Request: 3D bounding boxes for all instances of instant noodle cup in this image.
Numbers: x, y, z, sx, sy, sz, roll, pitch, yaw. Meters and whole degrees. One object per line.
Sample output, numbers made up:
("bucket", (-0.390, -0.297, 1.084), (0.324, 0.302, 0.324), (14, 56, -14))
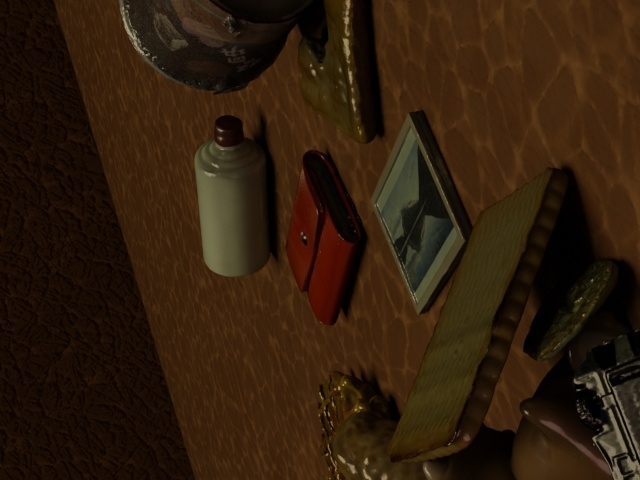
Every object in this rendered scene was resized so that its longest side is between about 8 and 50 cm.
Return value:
("instant noodle cup", (-0.101, -0.296, 1.600), (0.207, 0.217, 0.218), (-25, 80, 67))

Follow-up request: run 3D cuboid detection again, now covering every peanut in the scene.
("peanut", (0.102, 0.290, 1.539), (0.122, 0.137, 0.253), (98, 155, -48))

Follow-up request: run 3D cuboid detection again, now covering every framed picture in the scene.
("framed picture", (0.102, -0.025, 1.479), (0.203, 0.015, 0.150), (113, 139, -64))

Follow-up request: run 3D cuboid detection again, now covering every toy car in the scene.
("toy car", (0.260, 0.168, 1.020), (0.103, 0.063, 0.216), (-27, 76, 29))

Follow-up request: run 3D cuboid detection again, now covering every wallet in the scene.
("wallet", (0.000, 0.000, 1.779), (0.204, 0.045, 0.142), (103, 148, -56))

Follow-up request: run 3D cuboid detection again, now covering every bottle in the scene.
("bottle", (-0.126, -0.069, 2.030), (0.104, 0.104, 0.245), (-123, 24, -47))

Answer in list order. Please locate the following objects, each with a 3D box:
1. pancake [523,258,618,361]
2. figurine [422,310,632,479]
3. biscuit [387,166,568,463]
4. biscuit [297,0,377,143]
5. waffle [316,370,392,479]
("pancake", (0.197, 0.054, 1.124), (0.017, 0.108, 0.108), (41, 165, -7))
("figurine", (0.174, 0.203, 1.167), (0.247, 0.173, 0.177), (103, 148, -58))
("biscuit", (0.131, 0.069, 1.181), (0.255, 0.029, 0.172), (-66, 10, -19))
("biscuit", (0.013, -0.206, 1.574), (0.183, 0.039, 0.174), (-141, 38, -62))
("waffle", (0.063, 0.295, 1.798), (0.293, 0.069, 0.260), (-136, 37, -65))
